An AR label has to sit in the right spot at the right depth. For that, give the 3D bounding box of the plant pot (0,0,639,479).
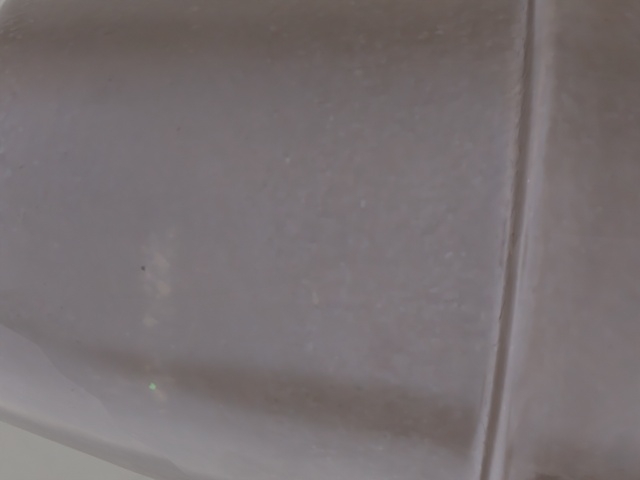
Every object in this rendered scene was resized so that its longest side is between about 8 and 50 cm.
[{"bbox_3d":[0.000,0.000,0.669,0.229,0.263,0.263,5,117,0],"label":"plant pot"}]
